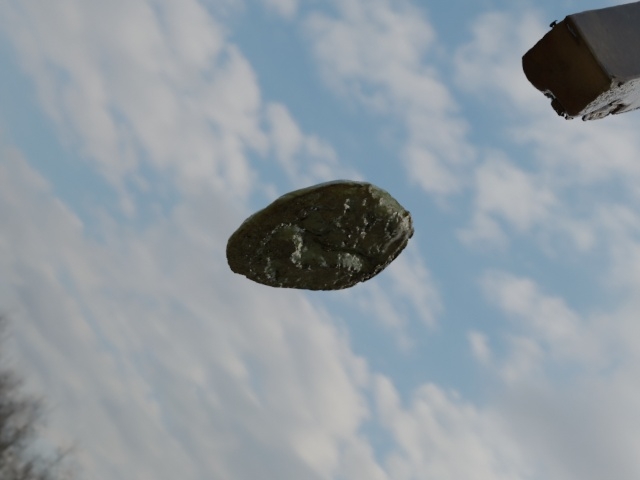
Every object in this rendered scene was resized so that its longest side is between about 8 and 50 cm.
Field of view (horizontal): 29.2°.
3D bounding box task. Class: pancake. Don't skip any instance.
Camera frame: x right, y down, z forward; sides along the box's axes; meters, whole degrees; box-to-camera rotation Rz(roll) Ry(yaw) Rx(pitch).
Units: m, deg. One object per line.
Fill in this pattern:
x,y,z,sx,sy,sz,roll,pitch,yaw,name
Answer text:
0.001,0.000,0.684,0.108,0.108,0.017,95,-13,-58,pancake

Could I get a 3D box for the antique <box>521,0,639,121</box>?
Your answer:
0.335,-0.192,1.265,0.093,0.310,0.087,-42,-108,47,antique
